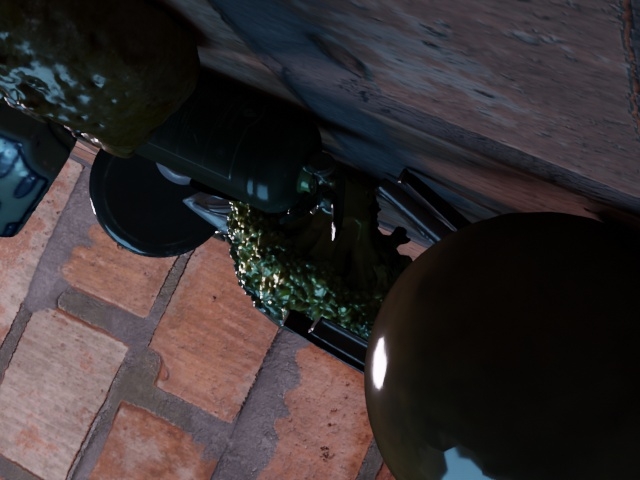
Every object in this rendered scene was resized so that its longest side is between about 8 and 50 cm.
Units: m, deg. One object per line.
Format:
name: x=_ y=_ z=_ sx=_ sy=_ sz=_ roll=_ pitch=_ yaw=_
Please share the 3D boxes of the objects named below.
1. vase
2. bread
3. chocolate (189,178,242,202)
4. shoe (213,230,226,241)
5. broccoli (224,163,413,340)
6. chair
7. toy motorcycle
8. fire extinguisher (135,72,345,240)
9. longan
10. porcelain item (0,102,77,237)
vase: x=-0.227 y=-0.083 z=1.887 sx=0.173 sy=0.173 sz=0.321 roll=26 pitch=-179 yaw=-16
bread: x=-0.210 y=-0.152 z=1.163 sx=0.230 sy=0.123 sz=0.230 roll=23 pitch=174 yaw=2
chocolate: x=-0.059 y=-0.082 z=1.446 sx=0.125 sy=0.080 sz=0.148 roll=14 pitch=170 yaw=-9
shoe: x=-0.049 y=-0.017 z=1.911 sx=0.149 sy=0.109 sz=0.293 roll=34 pitch=168 yaw=-28
broccoli: x=-0.002 y=0.001 z=1.558 sx=0.198 sy=0.226 sz=0.176 roll=0 pitch=171 yaw=-34
chair: x=0.156 y=0.093 z=1.393 sx=0.326 sy=0.183 sz=0.175 roll=33 pitch=173 yaw=-8
toy motorcycle: x=-0.080 y=-0.053 z=1.699 sx=0.254 sy=0.112 sz=0.112 roll=24 pitch=176 yaw=-5
fire extinguisher: x=-0.099 y=-0.093 z=1.326 sx=0.311 sy=0.114 sz=0.095 roll=23 pitch=141 yaw=18
longan: x=0.177 y=0.113 z=1.161 sx=0.297 sy=0.297 sz=0.297 roll=25 pitch=176 yaw=2
porcelain item: x=-0.445 y=-0.140 z=1.733 sx=0.286 sy=0.157 sz=0.281 roll=28 pitch=147 yaw=-16
